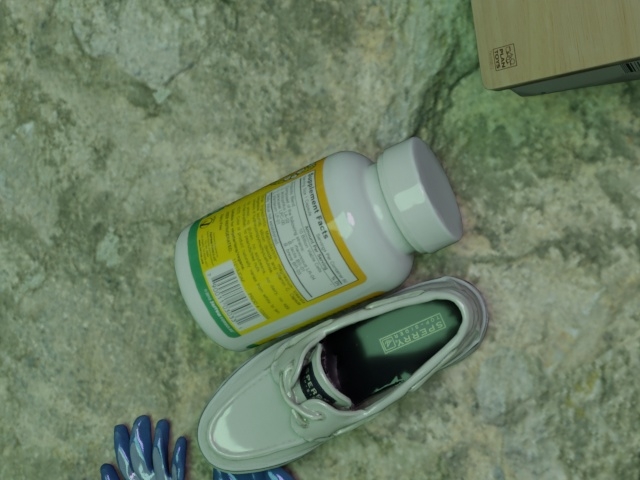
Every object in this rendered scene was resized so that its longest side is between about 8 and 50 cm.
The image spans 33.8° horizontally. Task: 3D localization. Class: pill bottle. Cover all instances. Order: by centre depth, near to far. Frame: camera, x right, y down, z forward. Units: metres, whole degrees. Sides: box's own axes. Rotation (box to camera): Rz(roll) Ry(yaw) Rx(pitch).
[{"bbox_3d":[0.000,0.000,0.830,0.208,0.117,0.117,-25,82,21],"label":"pill bottle"}]

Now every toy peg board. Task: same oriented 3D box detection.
[{"bbox_3d":[0.177,-0.183,0.643,0.161,0.079,0.161,-8,88,37],"label":"toy peg board"}]

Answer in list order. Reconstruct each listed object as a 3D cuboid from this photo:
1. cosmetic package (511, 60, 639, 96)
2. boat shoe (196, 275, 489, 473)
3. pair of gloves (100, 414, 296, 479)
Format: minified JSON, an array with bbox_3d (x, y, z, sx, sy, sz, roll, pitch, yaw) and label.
[{"bbox_3d":[0.223,-0.233,0.728,0.224,0.138,0.224,-6,87,21],"label":"cosmetic package"},{"bbox_3d":[0.008,0.111,0.832,0.268,0.088,0.096,-25,81,14],"label":"boat shoe"},{"bbox_3d":[-0.103,0.225,0.927,0.198,0.023,0.159,-14,88,22],"label":"pair of gloves"}]
